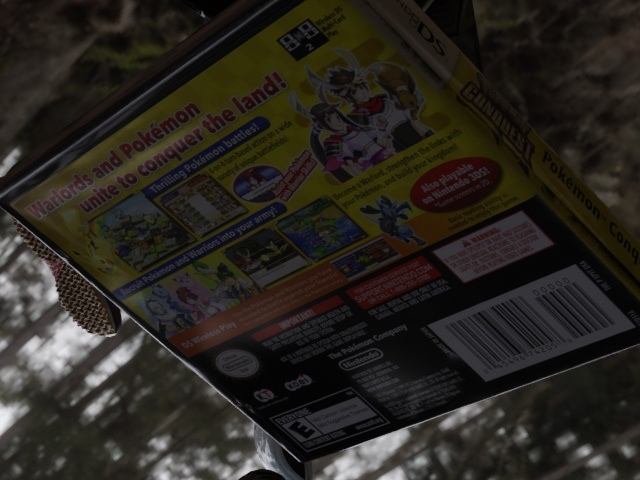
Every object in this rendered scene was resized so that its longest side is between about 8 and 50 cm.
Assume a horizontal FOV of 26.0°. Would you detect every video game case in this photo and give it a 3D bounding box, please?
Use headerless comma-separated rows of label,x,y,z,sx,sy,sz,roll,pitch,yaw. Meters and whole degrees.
video game case,0.000,0.000,0.711,0.248,0.275,0.035,43,-134,-21

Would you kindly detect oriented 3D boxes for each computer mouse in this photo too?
computer mouse,-0.047,0.150,1.329,0.042,0.106,0.193,-7,-98,-22

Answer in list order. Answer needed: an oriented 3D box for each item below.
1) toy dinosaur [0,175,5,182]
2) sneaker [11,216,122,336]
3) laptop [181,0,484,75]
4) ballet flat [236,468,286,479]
toy dinosaur,-0.193,-0.064,1.095,0.112,0.211,0.064,49,165,51
sneaker,-0.259,0.016,1.529,0.084,0.070,0.185,-47,-63,-46
laptop,0.019,-0.160,1.179,0.264,0.136,0.234,36,-129,2
ballet flat,-0.096,0.276,1.222,0.070,0.070,0.188,44,-105,-12
